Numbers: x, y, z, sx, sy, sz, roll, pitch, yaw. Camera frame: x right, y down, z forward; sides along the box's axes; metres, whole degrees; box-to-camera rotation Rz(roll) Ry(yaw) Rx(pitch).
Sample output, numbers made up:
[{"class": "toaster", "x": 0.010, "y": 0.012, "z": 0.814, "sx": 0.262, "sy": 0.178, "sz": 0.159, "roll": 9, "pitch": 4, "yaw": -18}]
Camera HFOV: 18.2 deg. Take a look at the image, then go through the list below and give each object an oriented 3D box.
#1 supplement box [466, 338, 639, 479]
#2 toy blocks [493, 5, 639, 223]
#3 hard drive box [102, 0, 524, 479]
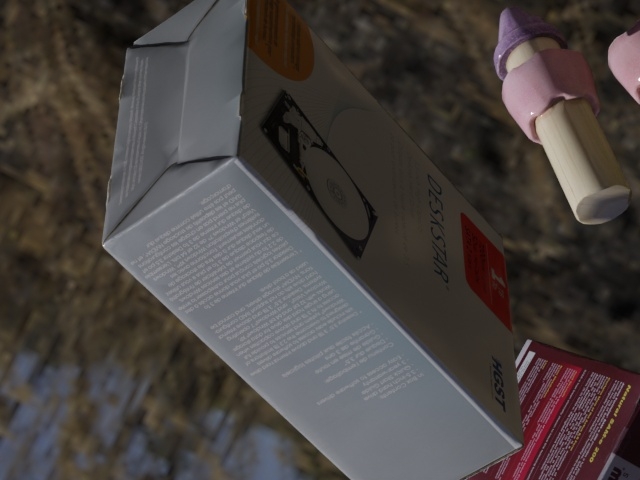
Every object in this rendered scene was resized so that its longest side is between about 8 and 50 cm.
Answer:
[{"class": "supplement box", "x": 0.198, "y": 0.158, "z": 1.513, "sx": 0.073, "sy": 0.130, "sz": 0.239, "roll": 29, "pitch": 177, "yaw": -15}, {"class": "toy blocks", "x": 0.296, "y": -0.189, "z": 1.386, "sx": 0.308, "sy": 0.289, "sz": 0.260, "roll": 0, "pitch": -131, "yaw": -25}, {"class": "hard drive box", "x": 0.000, "y": 0.000, "z": 1.040, "sx": 0.232, "sy": 0.089, "sz": 0.181, "roll": 46, "pitch": -154, "yaw": -30}]
